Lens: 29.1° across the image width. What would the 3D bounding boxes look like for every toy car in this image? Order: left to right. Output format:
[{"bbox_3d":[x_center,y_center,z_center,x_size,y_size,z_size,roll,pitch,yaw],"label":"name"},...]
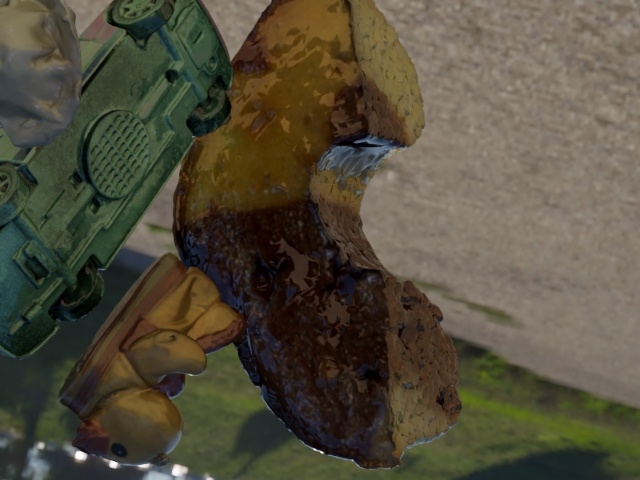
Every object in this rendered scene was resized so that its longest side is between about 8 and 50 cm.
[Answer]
[{"bbox_3d":[-0.132,-0.046,0.663,0.076,0.224,0.090,11,147,35],"label":"toy car"}]

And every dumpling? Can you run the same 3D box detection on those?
[{"bbox_3d":[-0.138,-0.090,0.590,0.057,0.076,0.052,-10,148,8],"label":"dumpling"}]

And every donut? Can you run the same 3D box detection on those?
[{"bbox_3d":[0.000,0.000,0.754,0.151,0.294,0.112,-17,160,36],"label":"donut"}]

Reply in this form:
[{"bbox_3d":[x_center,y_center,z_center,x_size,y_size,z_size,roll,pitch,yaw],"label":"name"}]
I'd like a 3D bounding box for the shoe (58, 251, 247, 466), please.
[{"bbox_3d":[-0.086,0.063,0.647,0.069,0.109,0.072,33,141,-11],"label":"shoe"}]
